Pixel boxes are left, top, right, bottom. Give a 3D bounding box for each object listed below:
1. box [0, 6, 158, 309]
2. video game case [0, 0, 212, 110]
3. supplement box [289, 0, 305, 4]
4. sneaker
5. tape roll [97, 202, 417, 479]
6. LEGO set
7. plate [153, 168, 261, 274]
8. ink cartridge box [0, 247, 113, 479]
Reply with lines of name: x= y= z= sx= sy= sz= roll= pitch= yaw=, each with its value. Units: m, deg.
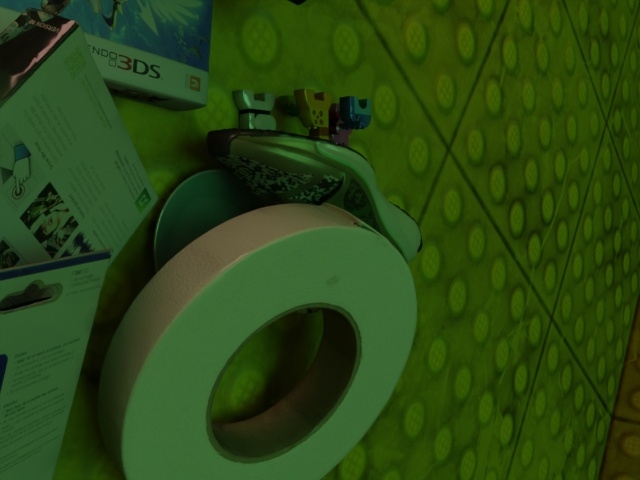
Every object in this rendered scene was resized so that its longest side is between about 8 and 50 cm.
box: x=-0.266 y=0.010 z=0.508 sx=0.232 sy=0.059 sz=0.321 roll=85 pitch=29 yaw=-57
video game case: x=-0.214 y=-0.285 z=0.625 sx=0.244 sy=0.061 sz=0.269 roll=4 pitch=89 yaw=-50
supplement box: x=-0.048 y=-0.464 z=0.635 sx=0.195 sy=0.194 sz=0.356 roll=-1 pitch=76 yaw=-50
sneaker: x=0.000 y=0.000 z=0.803 sx=0.410 sy=0.158 sz=0.181 roll=35 pitch=67 yaw=-48
tape roll: x=-0.052 y=0.145 z=0.723 sx=0.392 sy=0.072 sz=0.391 roll=-20 pitch=126 yaw=-32
LEGO set: x=-0.003 y=-0.147 z=0.857 sx=0.227 sy=0.087 sz=0.093 roll=-5 pitch=96 yaw=-48
plate: x=-0.128 y=0.008 z=0.769 sx=0.188 sy=0.024 sz=0.188 roll=-4 pitch=95 yaw=-51
ink cartridge box: x=-0.265 y=0.156 z=0.473 sx=0.332 sy=0.065 sz=0.165 roll=-70 pitch=164 yaw=11
